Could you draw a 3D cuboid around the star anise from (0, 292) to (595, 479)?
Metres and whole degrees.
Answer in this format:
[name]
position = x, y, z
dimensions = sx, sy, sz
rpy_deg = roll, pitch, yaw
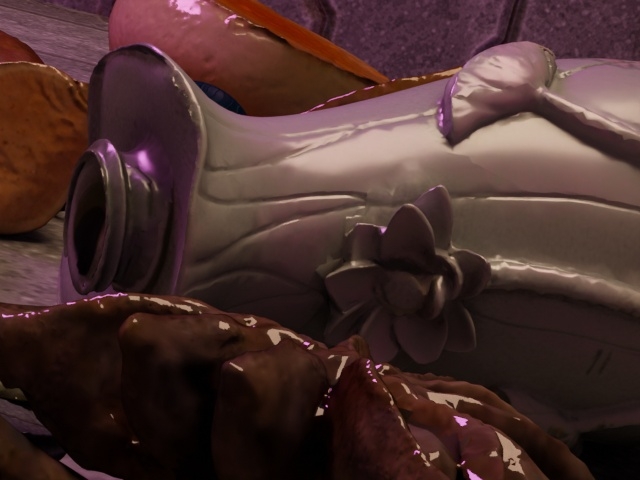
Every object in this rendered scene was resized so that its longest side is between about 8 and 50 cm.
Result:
[star anise]
position = -0.012, 0.089, 0.769
dimensions = 0.292, 0.109, 0.349
rpy_deg = 12, -3, 24

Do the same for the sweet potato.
[sweet potato]
position = -0.272, -0.106, 1.379
dimensions = 0.131, 0.131, 0.336
rpy_deg = 9, 12, -29

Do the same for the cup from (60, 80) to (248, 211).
[cup]
position = -0.122, -0.046, 1.403
dimensions = 0.113, 0.150, 0.138
rpy_deg = 49, 9, -7

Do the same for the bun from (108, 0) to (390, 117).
[bun]
position = -0.078, -0.141, 1.762
dimensions = 0.299, 0.165, 0.299
rpy_deg = 30, 9, -5

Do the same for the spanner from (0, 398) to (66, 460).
[spanner]
position = -0.249, 0.072, 0.734
dimensions = 0.325, 0.026, 0.093
rpy_deg = 8, 11, -31

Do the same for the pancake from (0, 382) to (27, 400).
[pancake]
position = -0.180, 0.059, 0.930
dimensions = 0.108, 0.017, 0.108
rpy_deg = 15, 6, -2

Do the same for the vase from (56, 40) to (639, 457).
[vase]
position = 0.075, 0.001, 1.043
dimensions = 0.445, 0.250, 0.250
rpy_deg = 4, 14, -27

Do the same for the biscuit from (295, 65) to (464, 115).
[biscuit]
position = 0.057, -0.056, 1.212
dimensions = 0.260, 0.041, 0.203
rpy_deg = -7, -18, -19
